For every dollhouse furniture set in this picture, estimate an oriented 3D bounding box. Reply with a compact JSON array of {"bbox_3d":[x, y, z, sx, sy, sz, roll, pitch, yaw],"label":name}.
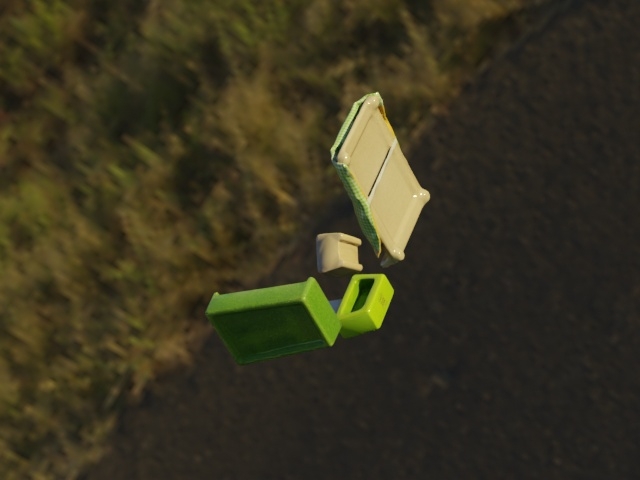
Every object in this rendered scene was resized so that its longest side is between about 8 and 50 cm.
[{"bbox_3d":[0.000,0.000,0.974,0.058,0.076,0.152,-10,36,31],"label":"dollhouse furniture set"}]
